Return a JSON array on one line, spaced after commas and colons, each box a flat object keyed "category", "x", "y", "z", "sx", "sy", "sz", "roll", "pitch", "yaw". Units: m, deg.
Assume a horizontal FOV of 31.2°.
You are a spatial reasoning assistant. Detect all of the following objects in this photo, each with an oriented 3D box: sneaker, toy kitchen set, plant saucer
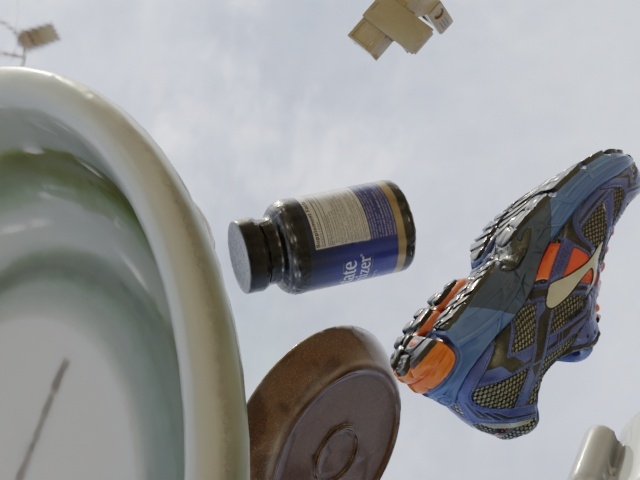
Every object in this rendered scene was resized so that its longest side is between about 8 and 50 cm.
[{"category": "sneaker", "x": 0.129, "y": 0.029, "z": 0.671, "sx": 0.087, "sy": 0.083, "sz": 0.221, "roll": 48, "pitch": -119, "yaw": -6}, {"category": "toy kitchen set", "x": 0.087, "y": -0.191, "z": 1.069, "sx": 0.083, "sy": 0.075, "sz": 0.068, "roll": -48, "pitch": -120, "yaw": 3}, {"category": "plant saucer", "x": 0.003, "y": 0.141, "z": 0.779, "sx": 0.029, "sy": 0.168, "sz": 0.168, "roll": 24, "pitch": -135, "yaw": 39}, {"category": "plant saucer", "x": -0.156, "y": 0.125, "z": 0.519, "sx": 0.100, "sy": 0.400, "sz": 0.401, "roll": 18, "pitch": -130, "yaw": -47}]

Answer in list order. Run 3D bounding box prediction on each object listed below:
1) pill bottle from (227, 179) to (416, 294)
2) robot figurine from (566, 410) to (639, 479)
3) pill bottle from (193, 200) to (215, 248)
[{"category": "pill bottle", "x": 0.000, "y": 0.000, "z": 1.448, "sx": 0.219, "sy": 0.123, "sz": 0.123, "roll": -12, "pitch": -114, "yaw": -18}, {"category": "robot figurine", "x": 0.444, "y": 0.330, "z": 1.382, "sx": 0.299, "sy": 0.200, "sz": 0.353, "roll": 24, "pitch": -146, "yaw": 10}, {"category": "pill bottle", "x": -0.207, "y": 0.035, "z": 1.075, "sx": 0.130, "sy": 0.245, "sz": 0.131, "roll": 10, "pitch": -110, "yaw": -30}]
